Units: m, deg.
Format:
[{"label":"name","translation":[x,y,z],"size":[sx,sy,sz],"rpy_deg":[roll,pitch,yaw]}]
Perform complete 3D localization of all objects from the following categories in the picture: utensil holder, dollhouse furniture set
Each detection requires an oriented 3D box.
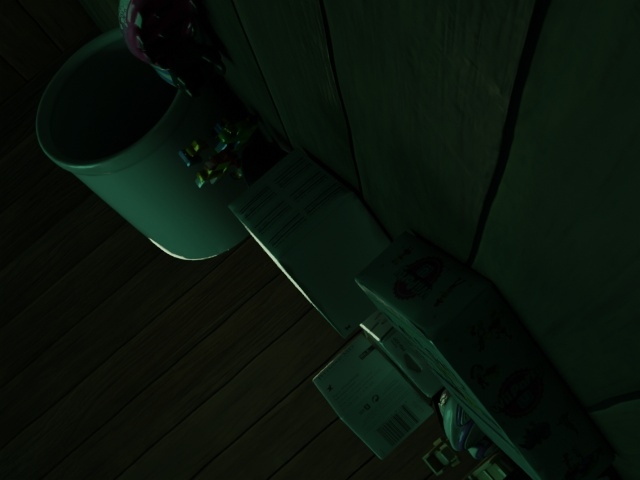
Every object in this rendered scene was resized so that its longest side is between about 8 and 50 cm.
[{"label":"utensil holder","translation":[-0.307,-0.182,1.898],"size":[0.327,0.327,0.385],"rpy_deg":[46,177,37]},{"label":"dollhouse furniture set","translation":[0.454,0.543,2.339],"size":[0.303,0.174,0.355],"rpy_deg":[48,152,11]}]

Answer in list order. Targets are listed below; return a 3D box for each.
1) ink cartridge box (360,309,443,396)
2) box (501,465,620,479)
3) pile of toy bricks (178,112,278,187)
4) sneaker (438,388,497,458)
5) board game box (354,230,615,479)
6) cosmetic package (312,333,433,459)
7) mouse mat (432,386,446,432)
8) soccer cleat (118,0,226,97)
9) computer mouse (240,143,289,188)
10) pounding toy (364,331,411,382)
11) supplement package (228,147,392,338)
[{"label":"ink cartridge box","translation":[0.175,0.211,1.950],"size":[0.158,0.092,0.218],"rpy_deg":[48,178,-9]},{"label":"box","translation":[0.327,0.490,1.331],"size":[0.395,0.318,0.097],"rpy_deg":[53,174,-27]},{"label":"pile of toy bricks","translation":[-0.146,-0.178,1.697],"size":[0.118,0.105,0.212],"rpy_deg":[52,-141,13]},{"label":"sneaker","translation":[0.282,0.355,1.967],"size":[0.152,0.114,0.305],"rpy_deg":[46,175,30]},{"label":"board game box","translation":[0.197,0.151,1.171],"size":[0.303,0.097,0.224],"rpy_deg":[50,175,-25]},{"label":"cosmetic package","translation":[0.107,0.323,2.018],"size":[0.151,0.151,0.184],"rpy_deg":[48,177,-27]},{"label":"mouse mat","translation":[0.300,0.383,2.140],"size":[0.190,0.007,0.152],"rpy_deg":[36,-150,-43]},{"label":"soccer cleat","translation":[-0.232,-0.308,1.352],"size":[0.143,0.116,0.331],"rpy_deg":[48,176,13]},{"label":"computer mouse","translation":[-0.033,-0.058,1.656],"size":[0.272,0.072,0.188],"rpy_deg":[56,-147,-12]},{"label":"pounding toy","translation":[0.168,0.245,2.413],"size":[0.206,0.094,0.181],"rpy_deg":[59,180,-5]},{"label":"supplement package","translation":[0.000,0.000,1.473],"size":[0.194,0.149,0.203],"rpy_deg":[51,175,-35]}]
